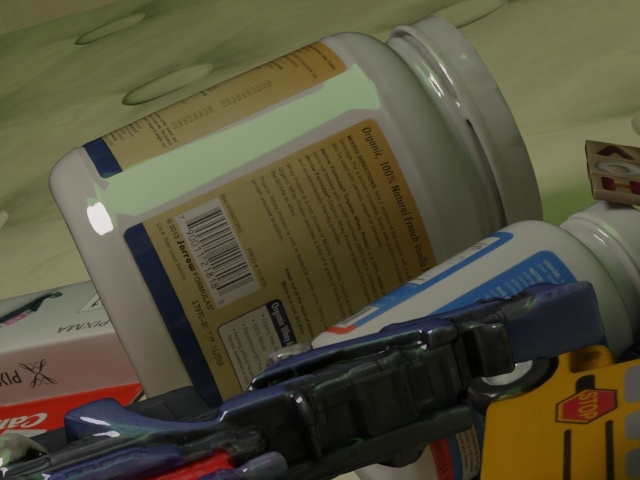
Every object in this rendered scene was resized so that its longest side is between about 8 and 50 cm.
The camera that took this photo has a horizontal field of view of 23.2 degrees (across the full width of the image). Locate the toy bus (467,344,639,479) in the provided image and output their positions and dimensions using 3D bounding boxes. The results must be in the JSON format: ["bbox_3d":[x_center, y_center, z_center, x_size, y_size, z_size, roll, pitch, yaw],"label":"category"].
[{"bbox_3d":[0.138,0.148,0.724,0.130,0.108,0.332,-16,20,15],"label":"toy bus"}]

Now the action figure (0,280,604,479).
[{"bbox_3d":[-0.028,0.139,0.695,0.341,0.178,0.330,-17,0,-5],"label":"action figure"}]

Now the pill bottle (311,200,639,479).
[{"bbox_3d":[0.113,0.063,0.961,0.221,0.124,0.124,-28,20,-19],"label":"pill bottle"}]

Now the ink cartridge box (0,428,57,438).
[{"bbox_3d":[-0.220,0.190,1.085,0.099,0.056,0.135,-6,24,37],"label":"ink cartridge box"}]

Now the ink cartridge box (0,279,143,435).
[{"bbox_3d":[-0.263,0.117,1.332,0.275,0.060,0.239,-12,20,27],"label":"ink cartridge box"}]

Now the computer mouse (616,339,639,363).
[{"bbox_3d":[0.279,0.060,0.933,0.242,0.041,0.071,-20,25,-14],"label":"computer mouse"}]

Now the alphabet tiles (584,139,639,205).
[{"bbox_3d":[0.292,-0.031,1.014,0.237,0.009,0.198,9,20,4],"label":"alphabet tiles"}]

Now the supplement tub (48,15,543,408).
[{"bbox_3d":[-0.018,-0.018,1.164,0.316,0.228,0.228,-25,19,-8],"label":"supplement tub"}]
